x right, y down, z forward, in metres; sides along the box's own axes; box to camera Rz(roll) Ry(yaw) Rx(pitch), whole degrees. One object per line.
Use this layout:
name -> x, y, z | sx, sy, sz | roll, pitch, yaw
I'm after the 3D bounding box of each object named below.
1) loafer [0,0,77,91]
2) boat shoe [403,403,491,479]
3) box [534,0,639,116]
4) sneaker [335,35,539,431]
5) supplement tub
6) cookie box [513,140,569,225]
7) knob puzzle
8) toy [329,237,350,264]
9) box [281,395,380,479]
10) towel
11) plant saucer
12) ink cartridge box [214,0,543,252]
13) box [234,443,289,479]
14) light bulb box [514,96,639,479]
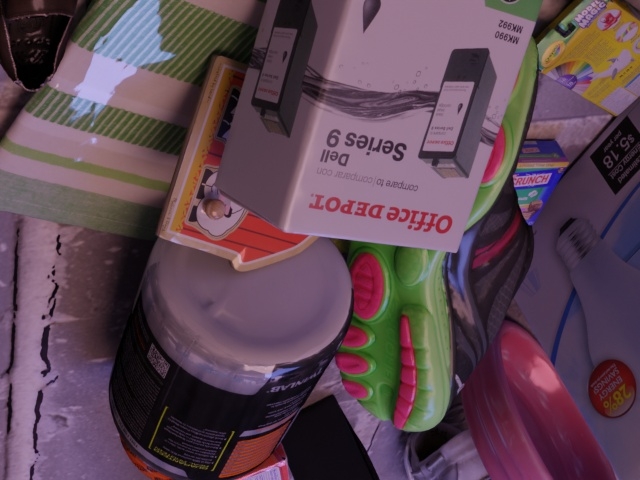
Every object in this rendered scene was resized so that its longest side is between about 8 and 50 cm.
loafer -> -0.214, -0.206, 0.972 | 0.080, 0.078, 0.220 | -10, 141, -21
boat shoe -> 0.179, 0.307, 1.800 | 0.135, 0.156, 0.367 | -27, 173, -7
box -> 0.294, -0.202, 1.313 | 0.179, 0.043, 0.105 | 18, 126, -46
sneaker -> 0.131, -0.025, 1.333 | 0.202, 0.185, 0.483 | -34, 144, -47
supplement tub -> -0.107, 0.123, 1.311 | 0.207, 0.207, 0.338 | -6, 149, -24
cookie box -> 0.221, -0.064, 1.439 | 0.091, 0.040, 0.107 | -2, 137, -26
knob puzzle -> -0.040, -0.060, 1.152 | 0.213, 0.030, 0.213 | -11, 110, -32
toy -> 0.000, 0.000, 1.373 | 0.137, 0.056, 0.237 | -38, 142, 17
box -> 0.045, 0.369, 1.679 | 0.103, 0.261, 0.184 | -24, 143, -2
towel -> -0.144, -0.128, 1.150 | 0.247, 0.038, 0.325 | 13, 130, -40
plant saucer -> 0.285, 0.266, 1.644 | 0.084, 0.332, 0.332 | -30, 144, 20
ink cartridge box -> 0.057, -0.146, 1.080 | 0.211, 0.121, 0.289 | 7, 106, -38
box -> -0.122, 0.325, 1.625 | 0.154, 0.142, 0.300 | -19, 144, -9
light bulb box -> 0.447, 0.052, 1.447 | 0.225, 0.361, 0.358 | 9, 131, -38
